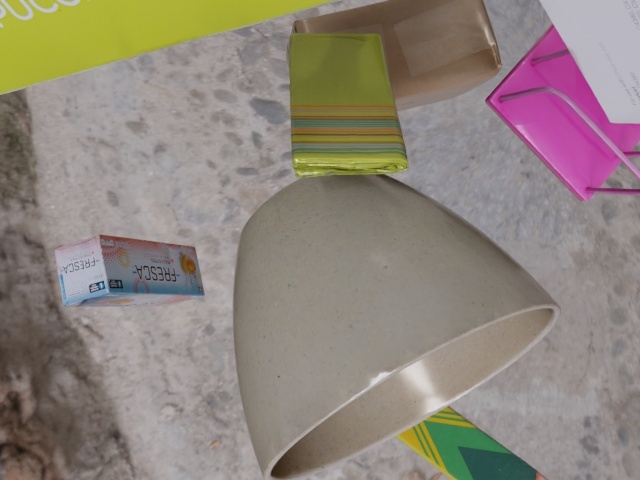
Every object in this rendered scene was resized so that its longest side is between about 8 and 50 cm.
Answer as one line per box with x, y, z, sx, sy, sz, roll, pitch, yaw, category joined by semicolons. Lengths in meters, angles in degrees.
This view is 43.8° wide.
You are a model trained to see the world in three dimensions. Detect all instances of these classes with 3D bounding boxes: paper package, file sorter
0.114;-0.318;1.442;0.324;0.309;0.168;-14;93;-4;paper package
0.405;-0.221;1.016;0.202;0.182;0.291;43;86;-12;file sorter

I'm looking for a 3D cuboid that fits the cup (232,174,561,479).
0.041;0.063;0.825;0.331;0.331;0.237;-38;66;20;cup

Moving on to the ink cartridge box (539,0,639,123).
0.313;-0.211;0.534;0.197;0.270;0.198;46;73;-29;ink cartridge box

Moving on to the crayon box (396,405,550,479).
0.183;0.287;1.162;0.318;0.202;0.081;33;85;27;crayon box

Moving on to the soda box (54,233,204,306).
-0.199;0.036;0.855;0.058;0.183;0.063;-16;79;21;soda box

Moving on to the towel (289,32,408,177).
0.021;-0.138;0.770;0.102;0.237;0.021;1;131;-4;towel

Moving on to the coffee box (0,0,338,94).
-0.118;-0.320;0.391;0.337;0.335;0.338;-8;140;24;coffee box
